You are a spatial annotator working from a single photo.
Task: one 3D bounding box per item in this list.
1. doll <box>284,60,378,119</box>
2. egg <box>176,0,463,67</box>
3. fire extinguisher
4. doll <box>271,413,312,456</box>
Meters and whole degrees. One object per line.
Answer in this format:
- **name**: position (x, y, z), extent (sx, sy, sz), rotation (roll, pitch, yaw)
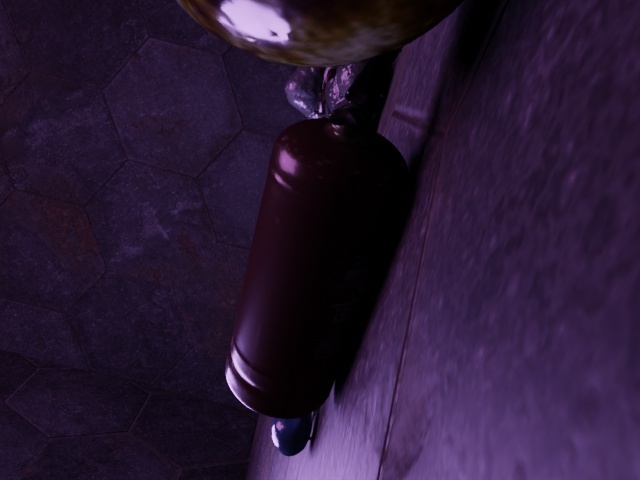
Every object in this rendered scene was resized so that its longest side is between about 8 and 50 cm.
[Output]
- **doll**: position (0.017, -0.252, 0.978), extent (0.340, 0.158, 0.246), rotation (-87, 0, -63)
- **egg**: position (0.009, -0.226, 0.341), extent (0.289, 0.238, 0.238), rotation (8, 82, 64)
- **fire extinguisher**: position (0.000, 0.000, 0.529), extent (0.135, 0.114, 0.337), rotation (-56, -14, -55)
- **doll**: position (-0.030, 0.211, 0.696), extent (0.083, 0.050, 0.076), rotation (-83, 3, -54)
